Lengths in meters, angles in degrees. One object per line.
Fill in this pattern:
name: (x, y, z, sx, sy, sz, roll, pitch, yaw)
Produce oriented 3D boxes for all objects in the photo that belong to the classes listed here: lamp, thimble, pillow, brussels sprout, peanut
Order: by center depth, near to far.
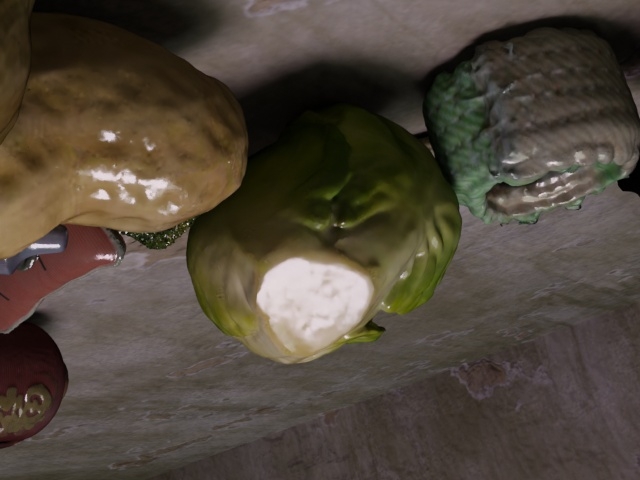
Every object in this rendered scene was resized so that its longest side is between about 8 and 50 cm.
peanut: (-0.233, -0.077, 0.800, 0.387, 0.192, 0.169, -5, 144, -25)
pillow: (-0.277, -0.018, 0.980, 0.179, 0.171, 0.075, -28, -178, 30)
brussels sprout: (0.000, -0.002, 1.079, 0.259, 0.227, 0.294, -38, -163, 21)
thimble: (0.216, -0.114, 1.116, 0.219, 0.150, 0.219, -14, 163, -4)
lamp: (-0.457, 0.194, 1.454, 0.180, 0.180, 0.258, -27, 159, 33)

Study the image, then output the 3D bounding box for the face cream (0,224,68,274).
face cream: (-0.364, -0.017, 0.886, 0.311, 0.092, 0.092, 8, 159, -5)

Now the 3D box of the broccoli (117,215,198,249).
broccoli: (-0.166, -0.066, 1.005, 0.162, 0.146, 0.138, -37, -173, 20)

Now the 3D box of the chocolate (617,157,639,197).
chocolate: (0.470, -0.099, 1.124, 0.283, 0.186, 0.283, -49, 179, -2)

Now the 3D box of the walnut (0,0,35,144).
walnut: (-0.282, -0.128, 0.548, 0.283, 0.227, 0.283, -6, 180, 0)

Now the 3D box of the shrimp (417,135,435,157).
shrimp: (0.096, -0.038, 1.397, 0.233, 0.071, 0.365, -9, 157, -35)
